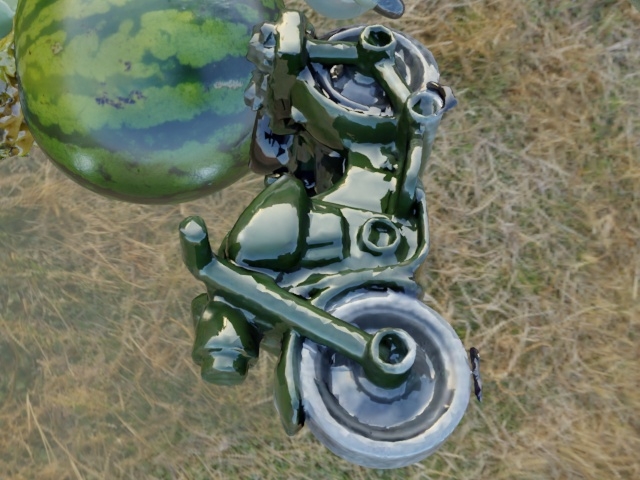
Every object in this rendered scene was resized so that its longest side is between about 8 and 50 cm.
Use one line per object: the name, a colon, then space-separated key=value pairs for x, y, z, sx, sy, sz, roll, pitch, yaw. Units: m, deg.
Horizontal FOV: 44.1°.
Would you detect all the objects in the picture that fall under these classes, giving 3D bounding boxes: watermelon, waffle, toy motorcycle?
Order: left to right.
waffle: x=-0.355 y=-0.234 z=1.046 sx=0.068 sy=0.325 sz=0.302 roll=33 pitch=81 yaw=-1
watermelon: x=-0.161 y=-0.172 z=0.777 sx=0.285 sy=0.285 sz=0.285 roll=0 pitch=91 yaw=-22
toy motorcycle: x=0.000 y=0.000 z=0.431 sx=0.127 sy=0.205 sz=0.275 roll=5 pitch=57 yaw=-4

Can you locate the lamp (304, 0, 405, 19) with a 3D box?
lamp: x=0.053 y=-0.496 z=1.436 sx=0.198 sy=0.244 sz=0.198 roll=-18 pitch=125 yaw=-27

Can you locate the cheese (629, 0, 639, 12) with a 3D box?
cheese: x=0.230 y=-0.211 z=0.580 sx=0.127 sy=0.054 sz=0.251 roll=53 pitch=28 yaw=20

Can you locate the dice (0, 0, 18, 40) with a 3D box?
dice: x=-0.565 y=-0.321 z=1.233 sx=0.318 sy=0.322 sz=0.330 roll=42 pitch=115 yaw=-9
